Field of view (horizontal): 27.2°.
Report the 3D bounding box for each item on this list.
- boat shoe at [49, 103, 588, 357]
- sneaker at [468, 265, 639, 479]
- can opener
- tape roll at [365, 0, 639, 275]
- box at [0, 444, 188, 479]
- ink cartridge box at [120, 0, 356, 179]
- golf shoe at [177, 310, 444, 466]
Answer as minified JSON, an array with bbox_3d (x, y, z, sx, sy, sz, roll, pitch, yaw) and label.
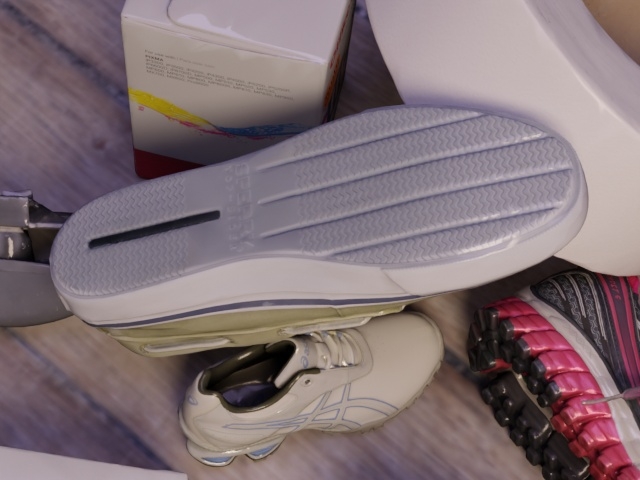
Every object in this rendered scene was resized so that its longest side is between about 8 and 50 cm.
[{"bbox_3d":[0.000,0.000,0.742,0.302,0.094,0.109,-8,59,16],"label":"boat shoe"},{"bbox_3d":[0.211,0.135,0.764,0.112,0.121,0.299,-24,65,-19],"label":"sneaker"},{"bbox_3d":[-0.106,0.013,0.847,0.283,0.076,0.095,5,94,-2],"label":"can opener"},{"bbox_3d":[0.165,-0.123,0.830,0.286,0.100,0.286,26,43,-27],"label":"tape roll"},{"bbox_3d":[-0.147,0.208,0.713,0.130,0.091,0.170,9,62,1],"label":"box"},{"bbox_3d":[-0.048,-0.125,0.851,0.127,0.176,0.128,13,62,3],"label":"ink cartridge box"},{"bbox_3d":[0.000,0.081,0.797,0.176,0.086,0.069,-22,64,-16],"label":"golf shoe"}]
